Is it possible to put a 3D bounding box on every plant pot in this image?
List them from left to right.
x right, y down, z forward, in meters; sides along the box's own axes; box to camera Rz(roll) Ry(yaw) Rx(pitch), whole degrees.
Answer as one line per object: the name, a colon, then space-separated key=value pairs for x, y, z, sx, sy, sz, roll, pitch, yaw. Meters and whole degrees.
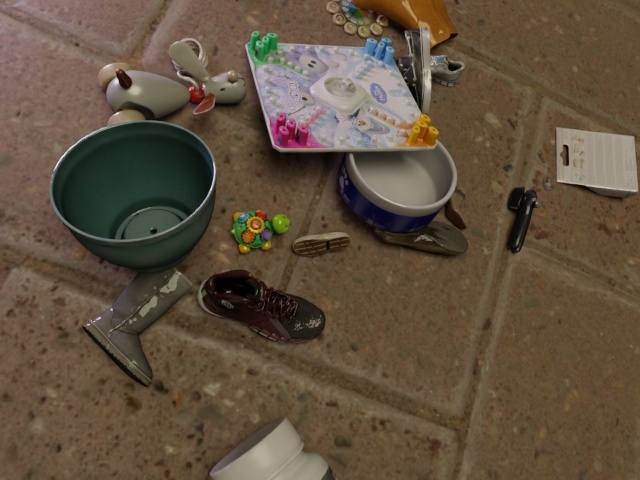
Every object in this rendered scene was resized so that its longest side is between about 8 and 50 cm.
plant pot: x=-0.337 y=-0.059 z=1.092 sx=0.292 sy=0.196 sz=0.293 roll=1 pitch=54 yaw=-1

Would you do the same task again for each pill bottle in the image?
pill bottle: x=-0.032 y=0.521 z=1.018 sx=0.204 sy=0.204 sz=0.361 roll=-33 pitch=84 yaw=-24

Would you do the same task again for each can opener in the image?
can opener: x=0.525 y=-0.053 z=1.466 sx=0.059 sy=0.073 sz=0.186 roll=37 pitch=62 yaw=-46

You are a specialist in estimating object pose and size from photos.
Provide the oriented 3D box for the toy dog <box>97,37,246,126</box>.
toy dog: x=-0.327 y=-0.343 z=1.230 sx=0.333 sy=0.161 sz=0.220 roll=-38 pitch=87 yaw=-24

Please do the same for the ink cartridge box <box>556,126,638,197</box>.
ink cartridge box: x=0.775 y=-0.221 z=1.605 sx=0.224 sy=0.056 sz=0.181 roll=6 pitch=70 yaw=5

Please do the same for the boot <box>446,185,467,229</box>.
boot: x=0.344 y=-0.096 z=1.426 sx=0.118 sy=0.042 sz=0.087 roll=47 pitch=58 yaw=-6

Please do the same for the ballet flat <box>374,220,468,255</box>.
ballet flat: x=0.241 y=-0.006 z=1.361 sx=0.249 sy=0.058 sz=0.084 roll=9 pitch=53 yaw=-20

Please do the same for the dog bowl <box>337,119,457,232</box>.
dog bowl: x=0.177 y=-0.152 z=1.322 sx=0.264 sy=0.104 sz=0.265 roll=9 pitch=56 yaw=-13

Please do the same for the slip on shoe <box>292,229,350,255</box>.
slip on shoe: x=0.000 y=0.000 z=1.288 sx=0.135 sy=0.052 sz=0.041 roll=-11 pitch=36 yaw=-12

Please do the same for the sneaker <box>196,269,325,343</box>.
sneaker: x=-0.108 y=0.133 z=1.142 sx=0.281 sy=0.162 sz=0.107 roll=16 pitch=69 yaw=-12

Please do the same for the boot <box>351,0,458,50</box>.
boot: x=0.239 y=-0.602 z=1.511 sx=0.295 sy=0.104 sz=0.211 roll=-24 pitch=83 yaw=-33

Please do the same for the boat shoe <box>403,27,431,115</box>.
boat shoe: x=0.248 y=-0.431 z=1.460 sx=0.070 sy=0.078 sz=0.220 roll=-3 pitch=105 yaw=6

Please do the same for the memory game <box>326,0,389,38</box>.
memory game: x=0.105 y=-0.632 z=1.539 sx=0.186 sy=0.012 sz=0.186 roll=5 pitch=71 yaw=-15

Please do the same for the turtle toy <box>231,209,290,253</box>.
turtle toy: x=-0.132 y=-0.028 z=1.240 sx=0.130 sy=0.066 sz=0.095 roll=-9 pitch=76 yaw=-19

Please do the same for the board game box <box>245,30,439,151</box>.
board game box: x=0.046 y=-0.362 z=1.337 sx=0.389 sy=0.050 sz=0.390 roll=-4 pitch=53 yaw=-18

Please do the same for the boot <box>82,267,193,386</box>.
boot: x=-0.335 y=0.156 z=1.123 sx=0.190 sy=0.076 sz=0.208 roll=47 pitch=59 yaw=-1

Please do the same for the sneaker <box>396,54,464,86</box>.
sneaker: x=0.297 y=-0.471 z=1.509 sx=0.190 sy=0.083 sz=0.072 roll=3 pitch=74 yaw=-15
